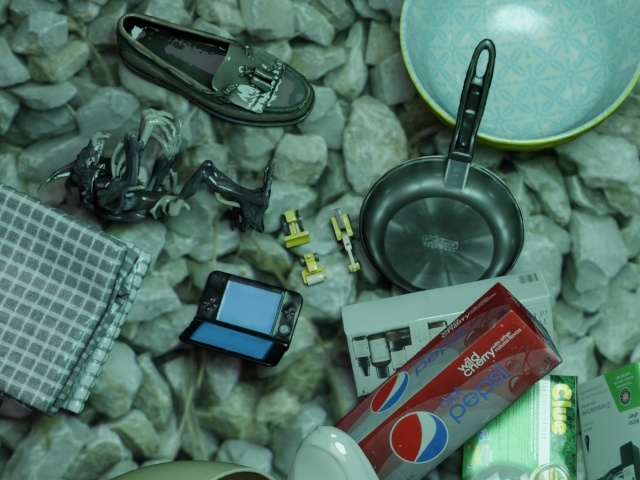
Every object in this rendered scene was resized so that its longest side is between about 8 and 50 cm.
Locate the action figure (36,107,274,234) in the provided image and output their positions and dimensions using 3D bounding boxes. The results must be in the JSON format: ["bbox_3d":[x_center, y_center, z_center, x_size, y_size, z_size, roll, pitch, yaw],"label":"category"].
[{"bbox_3d":[-0.195,-0.087,1.654,0.275,0.164,0.141,9,94,-3],"label":"action figure"}]

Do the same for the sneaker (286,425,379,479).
[{"bbox_3d":[-0.011,0.353,1.469,0.114,0.152,0.305,12,101,32],"label":"sneaker"}]

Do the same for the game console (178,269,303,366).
[{"bbox_3d":[-0.093,0.092,1.638,0.122,0.071,0.107,16,76,7],"label":"game console"}]

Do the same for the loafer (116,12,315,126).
[{"bbox_3d":[-0.137,-0.216,1.719,0.267,0.084,0.096,19,76,9],"label":"loafer"}]

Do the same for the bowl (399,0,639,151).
[{"bbox_3d":[0.241,-0.226,1.661,0.289,0.156,0.289,-1,74,4],"label":"bowl"}]

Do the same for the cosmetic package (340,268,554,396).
[{"bbox_3d":[0.150,0.109,1.599,0.239,0.099,0.060,-11,35,1],"label":"cosmetic package"}]

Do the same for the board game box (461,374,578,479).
[{"bbox_3d":[0.230,0.283,1.588,0.136,0.030,0.260,2,75,6],"label":"board game box"}]

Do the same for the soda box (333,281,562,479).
[{"bbox_3d":[0.138,0.173,1.539,0.263,0.083,0.092,-42,107,11],"label":"soda box"}]

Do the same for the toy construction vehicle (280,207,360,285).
[{"bbox_3d":[0.000,0.000,1.676,0.086,0.035,0.098,-14,74,0],"label":"toy construction vehicle"}]

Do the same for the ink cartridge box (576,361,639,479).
[{"bbox_3d":[0.363,0.249,1.516,0.087,0.153,0.208,2,73,-17],"label":"ink cartridge box"}]

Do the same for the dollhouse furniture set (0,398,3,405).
[{"bbox_3d":[-0.477,0.199,1.574,0.129,0.184,0.129,25,78,10],"label":"dollhouse furniture set"}]

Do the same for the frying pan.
[{"bbox_3d":[0.174,-0.051,1.571,0.197,0.053,0.326,31,122,-9],"label":"frying pan"}]

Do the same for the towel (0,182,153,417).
[{"bbox_3d":[-0.375,0.058,1.640,0.283,0.121,0.235,24,78,10],"label":"towel"}]

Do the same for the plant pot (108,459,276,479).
[{"bbox_3d":[-0.185,0.360,1.490,0.191,0.284,0.284,13,74,33],"label":"plant pot"}]
